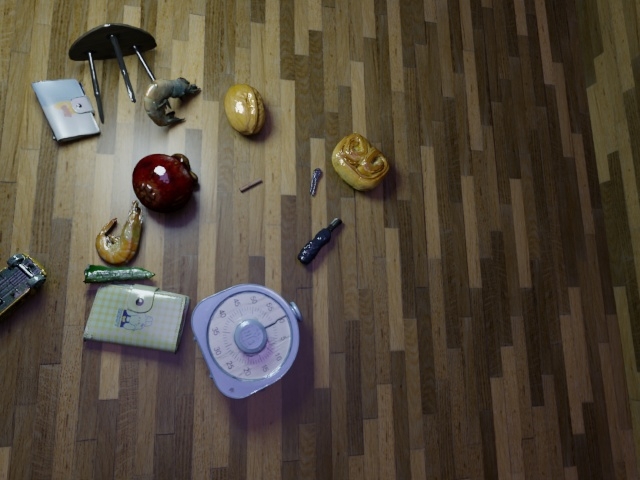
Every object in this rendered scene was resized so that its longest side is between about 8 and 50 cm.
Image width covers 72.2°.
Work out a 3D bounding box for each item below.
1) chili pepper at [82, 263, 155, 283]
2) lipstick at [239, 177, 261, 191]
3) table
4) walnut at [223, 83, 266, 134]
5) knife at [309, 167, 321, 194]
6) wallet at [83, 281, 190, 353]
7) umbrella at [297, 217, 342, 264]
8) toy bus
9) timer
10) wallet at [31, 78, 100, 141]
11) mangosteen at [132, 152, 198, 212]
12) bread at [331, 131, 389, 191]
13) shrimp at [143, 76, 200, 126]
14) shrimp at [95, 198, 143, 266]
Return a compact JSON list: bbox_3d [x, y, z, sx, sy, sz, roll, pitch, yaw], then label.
[{"bbox_3d":[-0.697,0.120,1.532,0.226,0.088,0.059,2,114,-13],"label":"chili pepper"},{"bbox_3d":[-0.276,-0.220,1.726,0.094,0.019,0.019,-31,88,-17],"label":"lipstick"},{"bbox_3d":[-0.707,-0.589,1.572,0.317,0.317,0.249,-18,99,-16],"label":"table"},{"bbox_3d":[-0.292,-0.508,1.706,0.159,0.159,0.207,-12,78,-15],"label":"walnut"},{"bbox_3d":[-0.022,-0.240,1.791,0.031,0.018,0.121,13,79,-9],"label":"knife"},{"bbox_3d":[-0.633,0.266,1.530,0.309,0.077,0.224,12,78,-9],"label":"wallet"},{"bbox_3d":[-0.003,-0.005,1.734,0.071,0.071,0.248,40,70,-4],"label":"umbrella"},{"bbox_3d":[-1.045,0.196,1.414,0.121,0.123,0.335,44,73,-1],"label":"toy bus"},{"bbox_3d":[-0.241,0.330,1.557,0.394,0.173,0.395,2,79,-12],"label":"timer"},{"bbox_3d":[-0.918,-0.473,1.594,0.170,0.069,0.231,-23,89,-34],"label":"wallet"},{"bbox_3d":[-0.545,-0.218,1.582,0.215,0.215,0.257,43,39,-3],"label":"mangosteen"},{"bbox_3d":[0.158,-0.314,1.794,0.236,0.120,0.198,43,72,-2],"label":"bread"},{"bbox_3d":[-0.553,-0.516,1.644,0.075,0.289,0.178,21,116,6],"label":"shrimp"},{"bbox_3d":[-0.708,-0.029,1.568,0.150,0.068,0.249,24,80,-3],"label":"shrimp"}]
